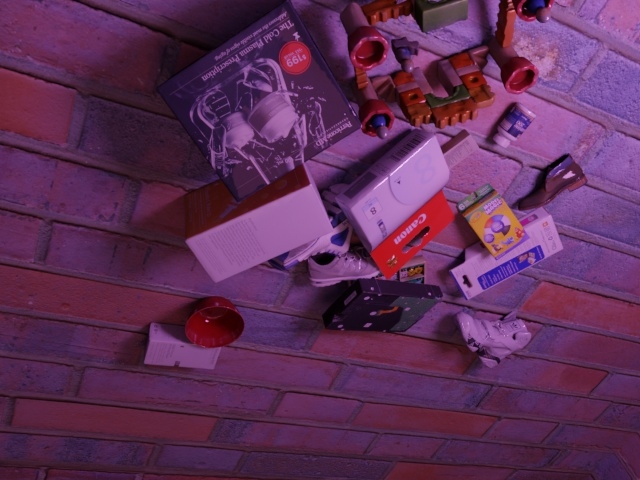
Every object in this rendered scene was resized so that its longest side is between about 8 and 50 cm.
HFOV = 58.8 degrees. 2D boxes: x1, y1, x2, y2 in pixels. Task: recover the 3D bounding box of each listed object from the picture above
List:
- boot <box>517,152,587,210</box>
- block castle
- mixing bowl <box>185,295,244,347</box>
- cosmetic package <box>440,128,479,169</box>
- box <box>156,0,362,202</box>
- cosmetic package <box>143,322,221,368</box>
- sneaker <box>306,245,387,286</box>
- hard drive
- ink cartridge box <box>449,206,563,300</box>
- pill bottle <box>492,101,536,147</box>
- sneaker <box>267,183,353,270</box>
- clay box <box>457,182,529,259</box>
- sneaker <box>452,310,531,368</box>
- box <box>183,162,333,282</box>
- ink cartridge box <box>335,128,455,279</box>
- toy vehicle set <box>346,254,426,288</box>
[{"bbox_3d":[0.702,-0.180,1.766,0.219,0.082,0.106,-28,107,13],"label":"boot"},{"bbox_3d":[0.285,-0.424,1.315,0.454,0.212,0.303,-17,146,-1],"label":"block castle"},{"bbox_3d":[-0.334,0.240,1.787,0.182,0.098,0.181,-7,129,-9],"label":"mixing bowl"},{"bbox_3d":[0.387,-0.258,1.627,0.115,0.041,0.060,-36,126,13],"label":"cosmetic package"},{"bbox_3d":[-0.132,-0.320,1.308,0.343,0.179,0.312,-31,112,9],"label":"box"},{"bbox_3d":[-0.447,0.345,1.849,0.231,0.085,0.117,10,124,-20],"label":"cosmetic package"},{"bbox_3d":[0.088,0.061,1.754,0.282,0.105,0.115,-18,129,0],"label":"sneaker"},{"bbox_3d":[0.205,0.216,1.857,0.339,0.064,0.237,8,140,-31],"label":"hard drive"},{"bbox_3d":[0.616,0.049,1.908,0.371,0.069,0.175,-31,127,7],"label":"ink cartridge box"},{"bbox_3d":[0.544,-0.322,1.601,0.067,0.067,0.120,21,119,-27],"label":"pill bottle"},{"bbox_3d":[0.001,-0.001,1.630,0.315,0.127,0.182,-41,140,-18],"label":"sneaker"},{"bbox_3d":[0.539,-0.059,1.778,0.127,0.053,0.222,-37,110,13],"label":"clay box"},{"bbox_3d":[0.634,0.327,2.087,0.210,0.137,0.366,-34,132,11],"label":"sneaker"},{"bbox_3d":[-0.170,-0.072,1.513,0.346,0.215,0.168,-24,129,3],"label":"box"},{"bbox_3d":[0.251,-0.079,1.630,0.308,0.091,0.385,-42,130,-8],"label":"ink cartridge box"},{"bbox_3d":[0.222,0.149,1.900,0.267,0.035,0.165,-13,129,-4],"label":"toy vehicle set"}]
